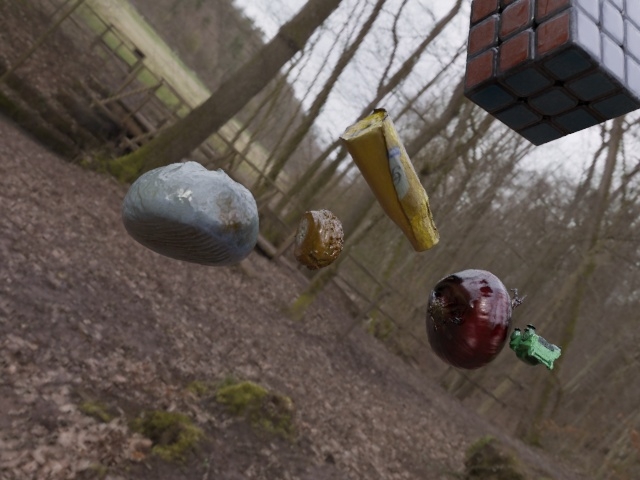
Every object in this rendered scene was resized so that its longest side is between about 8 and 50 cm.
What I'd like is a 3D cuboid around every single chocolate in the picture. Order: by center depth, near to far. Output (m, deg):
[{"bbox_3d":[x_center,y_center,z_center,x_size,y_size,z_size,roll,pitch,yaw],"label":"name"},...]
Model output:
[{"bbox_3d":[0.233,-0.166,2.016,0.446,0.162,0.162,58,-3,-20],"label":"chocolate"}]

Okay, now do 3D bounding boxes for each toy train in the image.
[{"bbox_3d":[0.499,0.259,1.604,0.099,0.081,0.149,36,-18,-3],"label":"toy train"}]

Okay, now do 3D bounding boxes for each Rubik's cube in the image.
[{"bbox_3d":[0.551,-0.447,1.597,0.300,0.304,0.305,24,-25,-31],"label":"Rubik's cube"}]

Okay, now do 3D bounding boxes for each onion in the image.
[{"bbox_3d":[0.406,0.203,1.764,0.284,0.273,0.273,5,20,-23],"label":"onion"}]

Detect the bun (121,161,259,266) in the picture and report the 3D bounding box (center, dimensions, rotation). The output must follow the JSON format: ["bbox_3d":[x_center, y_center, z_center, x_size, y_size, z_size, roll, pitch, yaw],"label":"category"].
[{"bbox_3d":[-0.318,-0.071,1.699,0.361,0.212,0.362,12,-17,4],"label":"bun"}]

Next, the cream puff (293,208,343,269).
[{"bbox_3d":[0.000,0.000,1.766,0.115,0.165,0.150,20,0,-21],"label":"cream puff"}]
